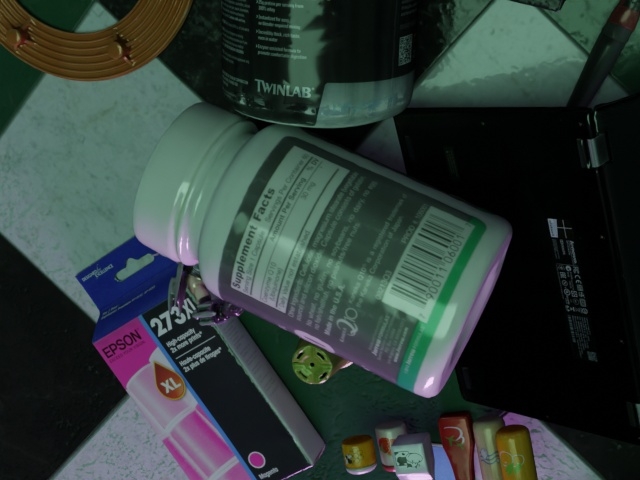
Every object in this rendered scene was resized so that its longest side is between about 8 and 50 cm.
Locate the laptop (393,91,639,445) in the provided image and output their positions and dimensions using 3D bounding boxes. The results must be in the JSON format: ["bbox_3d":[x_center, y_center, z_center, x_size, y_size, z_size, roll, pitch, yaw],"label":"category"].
[{"bbox_3d":[0.340,-0.002,1.208,0.408,0.236,0.382,7,119,47],"label":"laptop"}]

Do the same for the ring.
[{"bbox_3d":[-0.301,-0.352,1.300,0.336,0.032,0.337,6,111,17],"label":"ring"}]

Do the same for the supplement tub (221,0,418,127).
[{"bbox_3d":[0.001,-0.299,1.120,0.207,0.207,0.338,8,112,15],"label":"supplement tub"}]

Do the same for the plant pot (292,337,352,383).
[{"bbox_3d":[0.000,0.137,1.355,0.083,0.079,0.083,7,111,17],"label":"plant pot"}]

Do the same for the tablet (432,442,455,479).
[{"bbox_3d":[0.159,0.297,1.402,0.054,0.006,0.083,3,111,17],"label":"tablet"}]

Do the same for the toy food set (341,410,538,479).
[{"bbox_3d":[0.149,0.275,1.330,0.232,0.111,0.105,-9,97,19],"label":"toy food set"}]

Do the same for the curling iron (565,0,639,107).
[{"bbox_3d":[0.303,-0.233,1.143,0.068,0.035,0.274,32,123,29],"label":"curling iron"}]

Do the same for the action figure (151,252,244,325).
[{"bbox_3d":[-0.068,0.026,1.309,0.285,0.099,0.185,14,79,2],"label":"action figure"}]

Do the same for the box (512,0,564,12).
[{"bbox_3d":[0.183,-0.293,1.076,0.147,0.180,0.078,17,116,13],"label":"box"}]

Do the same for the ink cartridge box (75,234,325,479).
[{"bbox_3d":[-0.168,0.167,1.434,0.175,0.069,0.371,-31,95,26],"label":"ink cartridge box"}]

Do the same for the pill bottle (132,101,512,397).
[{"bbox_3d":[0.000,0.000,1.159,0.361,0.204,0.204,25,116,13],"label":"pill bottle"}]
